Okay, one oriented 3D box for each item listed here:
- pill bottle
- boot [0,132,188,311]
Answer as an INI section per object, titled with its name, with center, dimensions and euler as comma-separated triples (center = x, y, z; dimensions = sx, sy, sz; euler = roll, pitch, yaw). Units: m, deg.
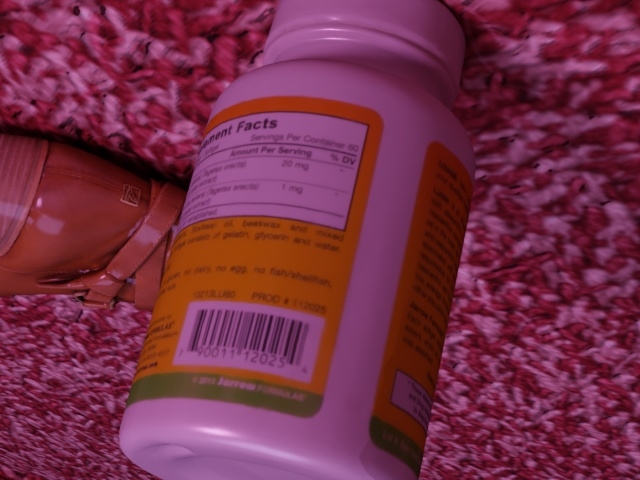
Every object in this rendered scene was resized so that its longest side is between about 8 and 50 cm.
[pill bottle]
center = 0.000, 0.000, 0.597
dimensions = 0.136, 0.246, 0.136
euler = 12, 157, 5
[boot]
center = -0.185, 0.011, 0.932
dimensions = 0.220, 0.109, 0.283
euler = 14, 150, -12
